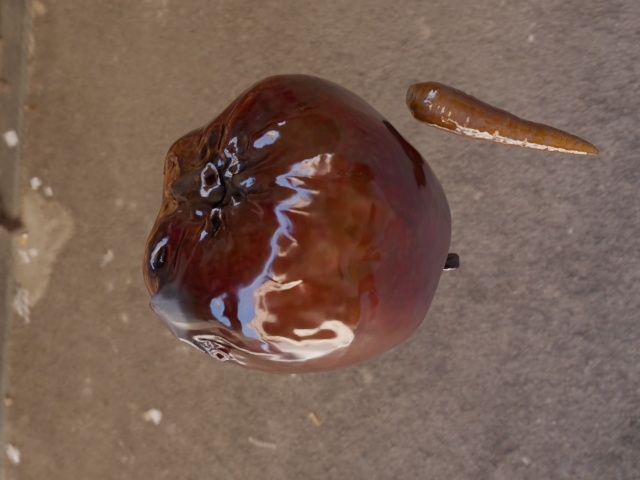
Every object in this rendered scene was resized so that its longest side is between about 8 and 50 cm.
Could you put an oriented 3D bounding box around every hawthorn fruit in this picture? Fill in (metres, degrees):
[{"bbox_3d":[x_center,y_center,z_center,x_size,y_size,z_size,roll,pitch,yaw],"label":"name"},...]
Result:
[{"bbox_3d":[-0.018,-0.005,0.999,0.309,0.325,0.308,-5,71,15],"label":"hawthorn fruit"}]

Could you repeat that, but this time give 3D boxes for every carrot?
[{"bbox_3d":[0.193,-0.120,1.023,0.216,0.048,0.048,16,125,-7],"label":"carrot"}]
